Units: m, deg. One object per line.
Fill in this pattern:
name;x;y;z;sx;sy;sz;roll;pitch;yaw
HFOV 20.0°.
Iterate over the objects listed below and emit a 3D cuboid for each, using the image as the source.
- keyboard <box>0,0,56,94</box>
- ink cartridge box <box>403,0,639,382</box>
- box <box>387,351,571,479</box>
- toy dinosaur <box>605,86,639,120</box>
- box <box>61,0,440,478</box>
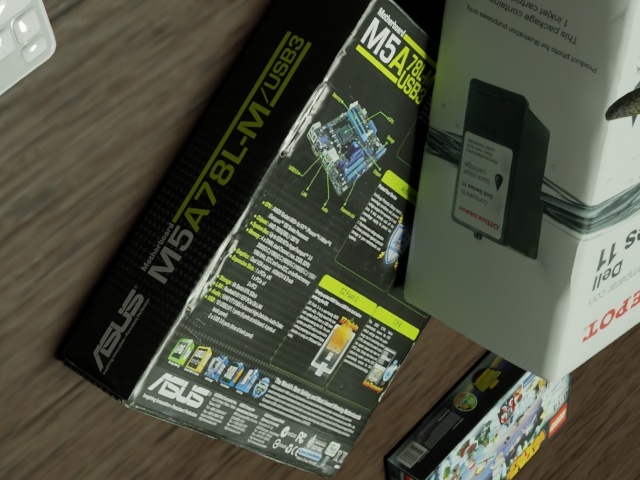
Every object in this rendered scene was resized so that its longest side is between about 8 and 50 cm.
keyboard;-0.175;-0.011;0.501;0.256;0.014;0.072;-43;148;-28
ink cartridge box;0.122;-0.066;0.747;0.153;0.087;0.208;-30;140;-39
box;0.092;0.111;1.020;0.137;0.027;0.094;-43;149;-27
toy dinosaur;0.178;-0.171;0.627;0.313;0.121;0.160;-42;112;-5
box;0.000;0.000;0.756;0.184;0.045;0.190;-61;151;-1
